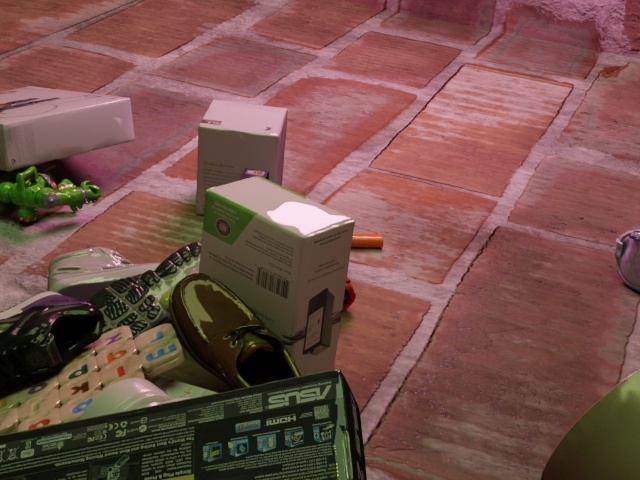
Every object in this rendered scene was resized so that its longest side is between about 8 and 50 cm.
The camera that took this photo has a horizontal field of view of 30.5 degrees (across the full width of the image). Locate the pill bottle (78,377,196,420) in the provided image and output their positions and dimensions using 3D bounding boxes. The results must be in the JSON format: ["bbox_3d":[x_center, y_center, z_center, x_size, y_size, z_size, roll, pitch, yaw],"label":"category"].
[{"bbox_3d":[-0.138,0.290,1.343,0.318,0.176,0.176,31,36,34],"label":"pill bottle"}]

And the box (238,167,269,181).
[{"bbox_3d":[-0.133,-0.004,1.971,0.044,0.159,0.233,8,27,5],"label":"box"}]

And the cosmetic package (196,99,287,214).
[{"bbox_3d":[-0.150,-0.153,2.237,0.151,0.184,0.151,7,27,3],"label":"cosmetic package"}]

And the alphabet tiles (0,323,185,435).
[{"bbox_3d":[-0.320,0.190,1.566,0.284,0.021,0.278,-23,17,-9],"label":"alphabet tiles"}]

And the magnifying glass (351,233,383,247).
[{"bbox_3d":[0.000,0.000,2.146,0.230,0.026,0.092,-1,27,-9],"label":"magnifying glass"}]

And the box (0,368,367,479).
[{"bbox_3d":[-0.144,0.312,1.151,0.394,0.097,0.318,-12,49,7],"label":"box"}]

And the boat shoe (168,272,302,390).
[{"bbox_3d":[-0.092,0.152,1.576,0.110,0.104,0.307,-32,71,-27],"label":"boat shoe"}]

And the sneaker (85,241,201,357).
[{"bbox_3d":[-0.254,0.112,1.785,0.275,0.110,0.107,-27,54,-19],"label":"sneaker"}]

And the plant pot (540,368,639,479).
[{"bbox_3d":[0.449,0.316,1.391,0.256,0.257,0.274,-14,48,-34],"label":"plant pot"}]

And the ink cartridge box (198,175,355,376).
[{"bbox_3d":[-0.074,0.071,1.709,0.198,0.273,0.114,26,30,34],"label":"ink cartridge box"}]

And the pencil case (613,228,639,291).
[{"bbox_3d":[0.667,0.019,2.138,0.273,0.114,0.124,-9,16,-26],"label":"pencil case"}]

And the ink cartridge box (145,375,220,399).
[{"bbox_3d":[-0.215,0.241,1.543,0.143,0.090,0.092,14,27,16],"label":"ink cartridge box"}]

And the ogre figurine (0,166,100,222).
[{"bbox_3d":[-0.515,-0.089,2.141,0.197,0.097,0.118,28,21,17],"label":"ogre figurine"}]

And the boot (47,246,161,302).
[{"bbox_3d":[-0.311,0.052,1.891,0.258,0.095,0.123,-3,34,-14],"label":"boot"}]

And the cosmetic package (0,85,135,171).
[{"bbox_3d":[-0.593,-0.228,2.313,0.377,0.098,0.284,12,21,44],"label":"cosmetic package"}]

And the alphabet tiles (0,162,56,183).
[{"bbox_3d":[-0.669,-0.133,2.291,0.198,0.009,0.237,17,28,21],"label":"alphabet tiles"}]

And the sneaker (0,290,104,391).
[{"bbox_3d":[-0.423,0.152,1.602,0.124,0.107,0.283,4,29,43],"label":"sneaker"}]

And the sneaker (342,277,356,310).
[{"bbox_3d":[0.007,0.067,1.960,0.118,0.107,0.279,28,33,3],"label":"sneaker"}]
